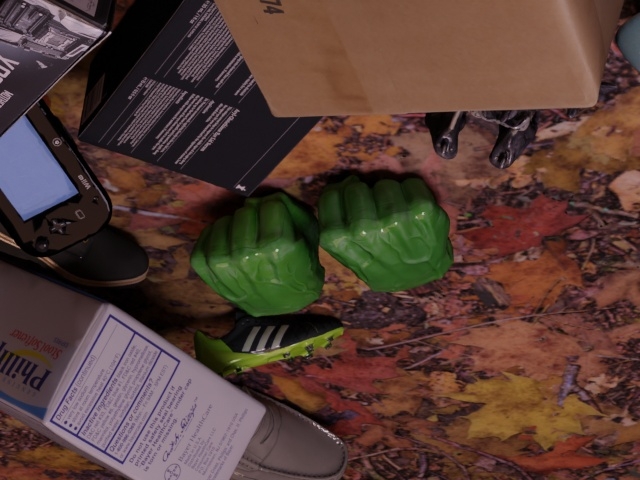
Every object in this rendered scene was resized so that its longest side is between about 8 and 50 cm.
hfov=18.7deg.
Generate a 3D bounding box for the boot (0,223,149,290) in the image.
[{"bbox_3d":[-0.254,-0.022,2.060,0.198,0.077,0.137,17,140,-23],"label":"boot"}]

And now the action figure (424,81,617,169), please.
[{"bbox_3d":[0.171,-0.161,1.744,0.164,0.141,0.276,9,163,-7],"label":"action figure"}]

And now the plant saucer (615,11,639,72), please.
[{"bbox_3d":[0.417,-0.170,1.682,0.317,0.044,0.317,-3,171,0],"label":"plant saucer"}]

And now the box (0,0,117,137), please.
[{"bbox_3d":[-0.228,-0.232,1.493,0.076,0.307,0.242,26,141,-25],"label":"box"}]

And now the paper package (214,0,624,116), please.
[{"bbox_3d":[0.055,-0.261,1.474,0.309,0.168,0.325,0,143,26],"label":"paper package"}]

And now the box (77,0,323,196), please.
[{"bbox_3d":[-0.086,-0.165,1.785,0.184,0.103,0.261,21,144,-21],"label":"box"}]

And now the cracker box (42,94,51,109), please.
[{"bbox_3d":[-0.402,-0.133,1.891,0.232,0.067,0.156,-10,146,20],"label":"cracker box"}]

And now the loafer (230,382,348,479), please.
[{"bbox_3d":[-0.103,0.237,2.423,0.319,0.112,0.111,17,154,-21],"label":"loafer"}]

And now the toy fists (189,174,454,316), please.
[{"bbox_3d":[0.000,0.000,2.055,0.279,0.096,0.142,-11,156,17],"label":"toy fists"}]

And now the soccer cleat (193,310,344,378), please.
[{"bbox_3d":[-0.061,0.111,2.269,0.179,0.072,0.060,-15,162,-11],"label":"soccer cleat"}]

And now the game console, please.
[{"bbox_3d":[-0.305,-0.143,1.764,0.213,0.044,0.361,-22,117,23],"label":"game console"}]

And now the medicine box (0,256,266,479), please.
[{"bbox_3d":[-0.257,0.159,2.168,0.263,0.149,0.289,19,165,44],"label":"medicine box"}]
